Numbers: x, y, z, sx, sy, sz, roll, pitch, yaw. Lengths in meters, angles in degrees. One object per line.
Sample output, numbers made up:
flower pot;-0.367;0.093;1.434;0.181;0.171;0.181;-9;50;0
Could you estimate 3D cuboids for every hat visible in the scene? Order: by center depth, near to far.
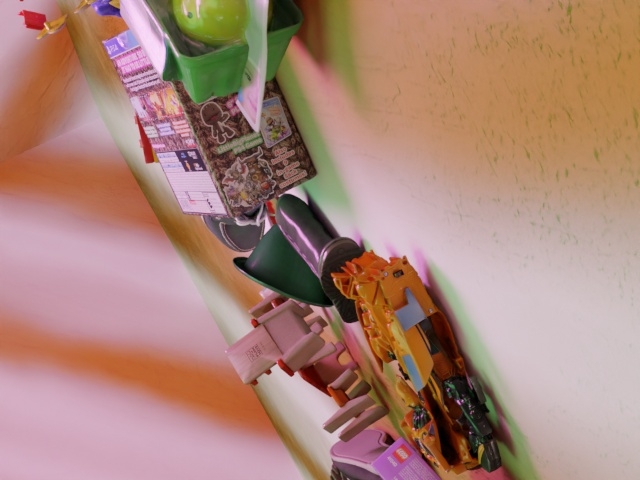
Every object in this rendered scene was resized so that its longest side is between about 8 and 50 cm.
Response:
hat;-0.036;-0.015;1.713;0.209;0.183;0.173;22;-172;-12

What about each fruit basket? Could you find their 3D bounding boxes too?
fruit basket;-0.142;-0.336;1.155;0.327;0.165;0.353;57;163;28

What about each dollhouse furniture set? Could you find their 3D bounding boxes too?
dollhouse furniture set;-0.040;0.199;1.751;0.262;0.135;0.259;54;-176;29

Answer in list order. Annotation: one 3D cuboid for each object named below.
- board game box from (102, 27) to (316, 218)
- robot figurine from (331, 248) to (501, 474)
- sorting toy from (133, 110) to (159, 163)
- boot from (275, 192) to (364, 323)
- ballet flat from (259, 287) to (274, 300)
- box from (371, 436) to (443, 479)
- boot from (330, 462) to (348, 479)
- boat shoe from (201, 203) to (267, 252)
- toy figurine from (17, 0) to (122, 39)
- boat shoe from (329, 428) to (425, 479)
board game box;-0.164;-0.192;1.520;0.232;0.141;0.291;8;124;65
robot figurine;0.118;0.154;1.273;0.291;0.085;0.211;65;169;-8
sorting toy;-0.283;-0.245;1.870;0.257;0.089;0.255;-154;55;-84
boot;-0.002;0.000;1.527;0.189;0.076;0.208;82;165;-51
ballet flat;-0.085;0.166;2.242;0.057;0.052;0.168;37;152;64
box;0.198;0.389;1.303;0.293;0.057;0.201;44;173;38
boot;0.075;0.493;2.121;0.269;0.089;0.236;32;-109;-79
boat shoe;-0.147;-0.065;1.863;0.099;0.116;0.319;56;164;35
toy figurine;-0.273;-0.432;1.605;0.363;0.217;0.191;-24;74;36
boat shoe;0.100;0.394;1.803;0.095;0.112;0.335;69;164;-3
